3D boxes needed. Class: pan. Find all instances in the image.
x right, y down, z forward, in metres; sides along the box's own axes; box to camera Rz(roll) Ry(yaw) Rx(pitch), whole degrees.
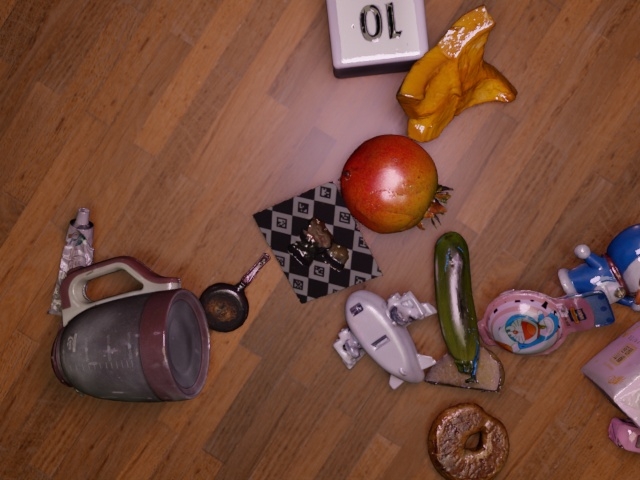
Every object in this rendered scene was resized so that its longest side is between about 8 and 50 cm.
[{"bbox_3d":[-0.183,0.114,1.828,0.115,0.040,0.212,41,95,-7],"label":"pan"}]

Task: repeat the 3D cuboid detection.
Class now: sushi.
[{"bbox_3d":[0.000,0.000,1.784,0.220,0.047,0.231,-21,103,30],"label":"sushi"}]

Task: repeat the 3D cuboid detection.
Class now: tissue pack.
[{"bbox_3d":[0.678,0.278,1.729,0.185,0.225,0.124,-43,93,4],"label":"tissue pack"}]

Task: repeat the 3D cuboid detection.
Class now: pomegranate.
[{"bbox_3d":[0.156,-0.111,1.717,0.235,0.210,0.210,23,95,6],"label":"pomegranate"}]

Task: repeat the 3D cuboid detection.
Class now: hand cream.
[{"bbox_3d":[-0.544,0.049,1.827,0.084,0.050,0.256,12,104,1],"label":"hand cream"}]

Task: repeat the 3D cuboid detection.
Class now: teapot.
[{"bbox_3d":[-0.423,0.190,1.754,0.312,0.233,0.314,-6,85,13],"label":"teapot"}]

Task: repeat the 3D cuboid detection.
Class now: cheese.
[{"bbox_3d":[0.475,0.170,1.763,0.286,0.074,0.188,-15,120,26],"label":"cheese"}]

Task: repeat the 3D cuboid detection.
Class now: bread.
[{"bbox_3d":[0.326,0.455,1.835,0.193,0.064,0.193,0,90,-3],"label":"bread"}]

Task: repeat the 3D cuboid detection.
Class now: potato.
[{"bbox_3d":[0.328,0.284,1.821,0.172,0.089,0.100,-1,77,29],"label":"potato"}]

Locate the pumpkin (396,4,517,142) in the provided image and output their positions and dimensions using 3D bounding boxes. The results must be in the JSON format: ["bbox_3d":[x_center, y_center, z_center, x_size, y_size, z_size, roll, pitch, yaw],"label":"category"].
[{"bbox_3d":[0.271,-0.310,1.672,0.258,0.290,0.095,-44,59,-4],"label":"pumpkin"}]

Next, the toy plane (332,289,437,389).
[{"bbox_3d":[0.145,0.210,1.795,0.245,0.117,0.244,5,105,17],"label":"toy plane"}]

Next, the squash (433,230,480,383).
[{"bbox_3d":[0.292,0.143,1.771,0.087,0.087,0.331,-7,82,2],"label":"squash"}]

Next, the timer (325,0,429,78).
[{"bbox_3d":[0.112,-0.448,1.697,0.193,0.194,0.194,-6,93,2],"label":"timer"}]

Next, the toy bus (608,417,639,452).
[{"bbox_3d":[0.740,0.440,1.808,0.203,0.090,0.063,11,94,-1],"label":"toy bus"}]

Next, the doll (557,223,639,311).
[{"bbox_3d":[0.639,0.067,1.747,0.257,0.161,0.215,-32,121,15],"label":"doll"}]
